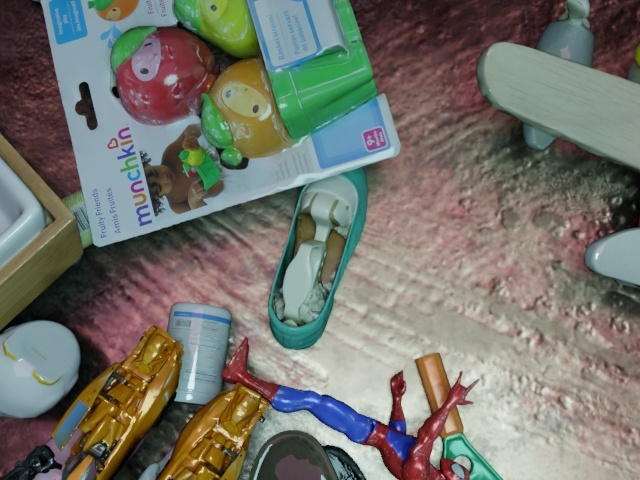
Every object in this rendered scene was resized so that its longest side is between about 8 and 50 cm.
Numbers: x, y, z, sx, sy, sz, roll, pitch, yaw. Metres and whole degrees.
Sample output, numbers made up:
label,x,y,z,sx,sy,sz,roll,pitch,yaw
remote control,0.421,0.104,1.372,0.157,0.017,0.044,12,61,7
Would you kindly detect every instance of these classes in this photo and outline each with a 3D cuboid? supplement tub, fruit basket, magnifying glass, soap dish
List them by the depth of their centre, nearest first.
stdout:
label,x,y,z,sx,sy,sz,roll,pitch,yaw
soap dish,-0.406,-0.014,1.021,0.229,0.118,0.291,-44,56,-7
magnifying glass,0.151,0.237,1.038,0.092,0.026,0.231,-16,80,-1
supplement tub,-0.138,0.125,1.046,0.071,0.071,0.107,7,79,3
fruit basket,-0.122,-0.195,1.058,0.353,0.165,0.327,-15,73,-2

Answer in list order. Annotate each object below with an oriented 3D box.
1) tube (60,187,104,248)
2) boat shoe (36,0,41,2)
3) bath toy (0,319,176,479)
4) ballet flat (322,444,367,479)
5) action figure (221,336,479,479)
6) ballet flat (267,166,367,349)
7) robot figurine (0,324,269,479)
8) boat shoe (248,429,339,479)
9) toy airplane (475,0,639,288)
label,x,y,z,sx,sy,sz,roll,pitch,yaw
tube,-0.347,0.014,1.088,0.240,0.070,0.062,-28,117,-1
boat shoe,-0.323,-0.382,1.169,0.072,0.068,0.190,10,78,16
bath toy,-0.235,0.241,1.004,0.348,0.129,0.151,45,39,8
ballet flat,0.047,0.295,1.014,0.057,0.049,0.173,-38,79,-5
action figure,0.050,0.162,1.009,0.280,0.091,0.139,32,80,4
ballet flat,0.000,0.000,1.060,0.083,0.087,0.247,14,78,5
robot figurine,-0.188,0.236,0.900,0.211,0.085,0.291,32,71,4
boat shoe,-0.007,0.349,0.980,0.110,0.104,0.307,-11,79,8
toy airplane,0.400,-0.120,1.013,0.384,0.272,0.386,-27,115,6
